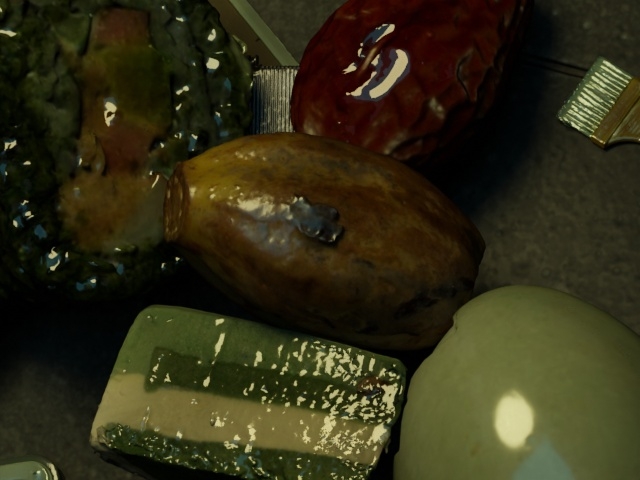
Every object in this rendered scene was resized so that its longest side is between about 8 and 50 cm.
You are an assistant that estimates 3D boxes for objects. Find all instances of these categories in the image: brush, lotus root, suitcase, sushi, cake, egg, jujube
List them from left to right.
[{"bbox_3d":[-0.214,-0.120,1.849,0.294,0.178,0.351,-16,94,-27],"label":"sushi"},{"bbox_3d":[-0.072,0.146,1.720,0.284,0.172,0.158,-8,60,57],"label":"cake"},{"bbox_3d":[-0.037,-0.122,1.940,0.086,0.059,0.126,0,81,6],"label":"suitcase"},{"bbox_3d":[-0.003,0.008,1.738,0.291,0.193,0.193,23,75,-12],"label":"lotus root"},{"bbox_3d":[0.092,-0.168,1.867,0.197,0.197,0.290,31,64,21],"label":"jujube"},{"bbox_3d":[0.200,0.202,1.660,0.278,0.278,0.336,-11,67,8],"label":"egg"},{"bbox_3d":[0.337,-0.096,1.883,0.218,0.010,0.082,35,80,20],"label":"brush"}]

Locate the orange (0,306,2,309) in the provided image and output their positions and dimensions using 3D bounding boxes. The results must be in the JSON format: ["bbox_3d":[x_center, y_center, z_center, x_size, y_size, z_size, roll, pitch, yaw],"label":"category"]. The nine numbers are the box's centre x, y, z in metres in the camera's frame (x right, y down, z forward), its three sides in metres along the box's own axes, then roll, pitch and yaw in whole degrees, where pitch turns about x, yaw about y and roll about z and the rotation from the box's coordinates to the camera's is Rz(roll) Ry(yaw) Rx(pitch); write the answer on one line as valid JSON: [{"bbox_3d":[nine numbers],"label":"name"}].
[{"bbox_3d":[-0.449,-0.003,1.895,0.310,0.274,0.274,35,81,34],"label":"orange"}]

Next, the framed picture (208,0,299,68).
[{"bbox_3d":[-0.174,-0.203,2.032,0.216,0.016,0.273,-36,67,-2],"label":"framed picture"}]

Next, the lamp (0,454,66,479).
[{"bbox_3d":[-0.370,0.351,1.857,0.269,0.047,0.266,-9,67,10],"label":"lamp"}]
